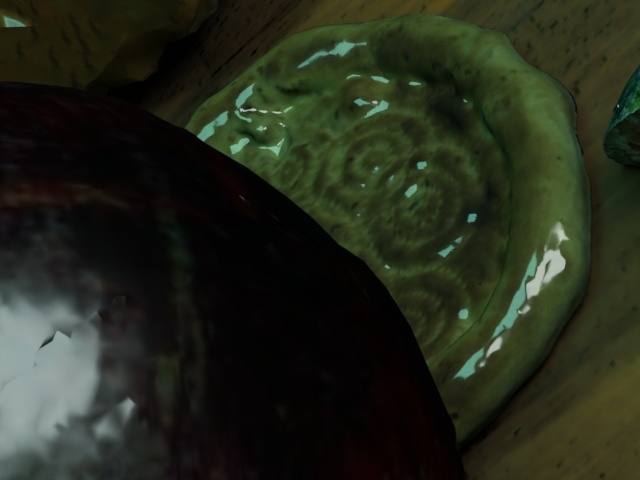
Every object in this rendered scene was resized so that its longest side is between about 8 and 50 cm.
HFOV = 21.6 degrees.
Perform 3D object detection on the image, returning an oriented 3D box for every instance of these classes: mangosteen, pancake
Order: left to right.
[{"bbox_3d":[-0.101,0.113,0.480,0.330,0.330,0.330,-20,53,28],"label":"mangosteen"},{"bbox_3d":[0.000,0.000,0.655,0.235,0.029,0.211,-4,60,34],"label":"pancake"}]

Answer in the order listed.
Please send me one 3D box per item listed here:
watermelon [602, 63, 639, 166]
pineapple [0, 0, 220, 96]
[{"bbox_3d":[0.141,-0.050,0.572,0.085,0.085,0.061,-38,86,12],"label":"watermelon"},{"bbox_3d":[-0.126,-0.244,0.801,0.223,0.223,0.357,-21,43,27],"label":"pineapple"}]
